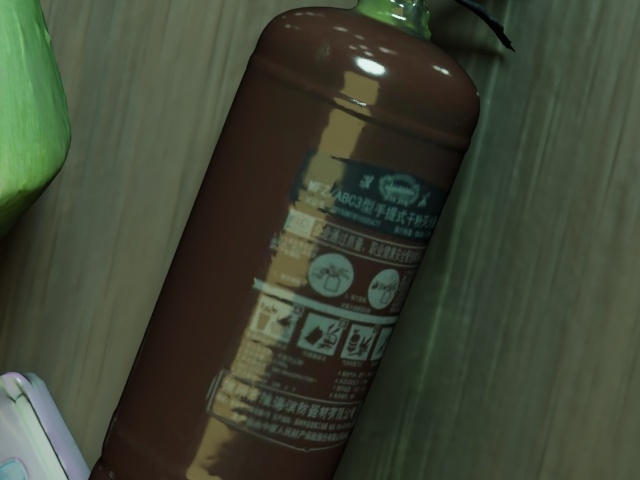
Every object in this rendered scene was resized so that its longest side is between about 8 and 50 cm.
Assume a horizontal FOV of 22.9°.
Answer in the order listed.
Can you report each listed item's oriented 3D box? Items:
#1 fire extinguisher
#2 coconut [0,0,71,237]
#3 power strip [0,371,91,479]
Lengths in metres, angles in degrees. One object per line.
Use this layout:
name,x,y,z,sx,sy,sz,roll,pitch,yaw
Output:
fire extinguisher,0.000,0.000,0.768,0.135,0.114,0.337,15,101,-37
coconut,-0.264,-0.089,0.710,0.328,0.281,0.328,1,102,4
power strip,-0.144,0.202,0.838,0.109,0.037,0.279,-26,90,10
